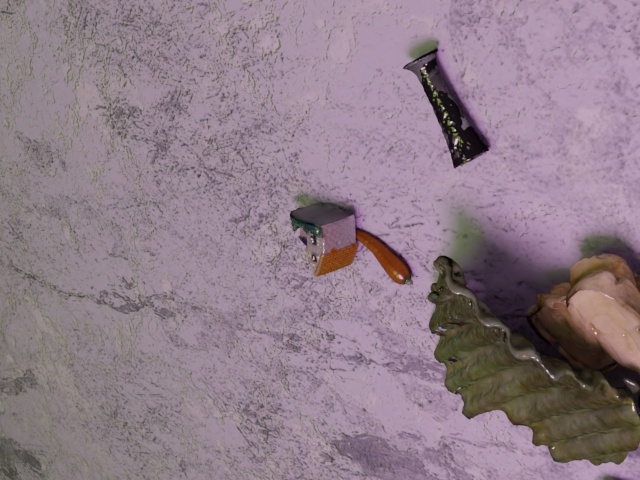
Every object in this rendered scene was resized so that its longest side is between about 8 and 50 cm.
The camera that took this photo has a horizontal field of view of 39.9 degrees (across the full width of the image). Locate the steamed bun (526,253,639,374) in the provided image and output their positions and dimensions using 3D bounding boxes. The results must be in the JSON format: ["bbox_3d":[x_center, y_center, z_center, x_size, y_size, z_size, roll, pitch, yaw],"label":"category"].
[{"bbox_3d":[0.402,0.105,1.211,0.192,0.106,0.177,39,148,4],"label":"steamed bun"}]

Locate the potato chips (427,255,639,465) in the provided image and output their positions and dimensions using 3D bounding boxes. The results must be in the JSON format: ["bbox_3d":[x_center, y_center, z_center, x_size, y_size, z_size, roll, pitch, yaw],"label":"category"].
[{"bbox_3d":[0.287,0.194,1.278,0.373,0.097,0.389,34,161,24],"label":"potato chips"}]

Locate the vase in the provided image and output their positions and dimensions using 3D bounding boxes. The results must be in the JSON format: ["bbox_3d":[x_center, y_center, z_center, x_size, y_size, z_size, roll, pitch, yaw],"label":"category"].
[{"bbox_3d":[0.180,-0.190,1.268,0.059,0.059,0.167,-24,95,43],"label":"vase"}]

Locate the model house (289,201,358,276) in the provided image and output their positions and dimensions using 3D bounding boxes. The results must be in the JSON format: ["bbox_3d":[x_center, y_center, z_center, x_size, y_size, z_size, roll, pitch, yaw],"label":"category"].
[{"bbox_3d":[0.000,0.000,1.479,0.100,0.087,0.100,22,124,46],"label":"model house"}]

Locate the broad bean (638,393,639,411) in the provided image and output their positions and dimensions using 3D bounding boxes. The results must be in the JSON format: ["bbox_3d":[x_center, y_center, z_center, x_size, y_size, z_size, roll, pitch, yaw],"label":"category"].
[{"bbox_3d":[0.499,0.169,1.201,0.052,0.052,0.256,27,130,8],"label":"broad bean"}]

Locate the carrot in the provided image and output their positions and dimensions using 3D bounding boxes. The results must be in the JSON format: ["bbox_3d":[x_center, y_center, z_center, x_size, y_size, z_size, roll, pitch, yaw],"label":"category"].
[{"bbox_3d":[0.104,0.026,1.458,0.142,0.035,0.035,46,133,20],"label":"carrot"}]
